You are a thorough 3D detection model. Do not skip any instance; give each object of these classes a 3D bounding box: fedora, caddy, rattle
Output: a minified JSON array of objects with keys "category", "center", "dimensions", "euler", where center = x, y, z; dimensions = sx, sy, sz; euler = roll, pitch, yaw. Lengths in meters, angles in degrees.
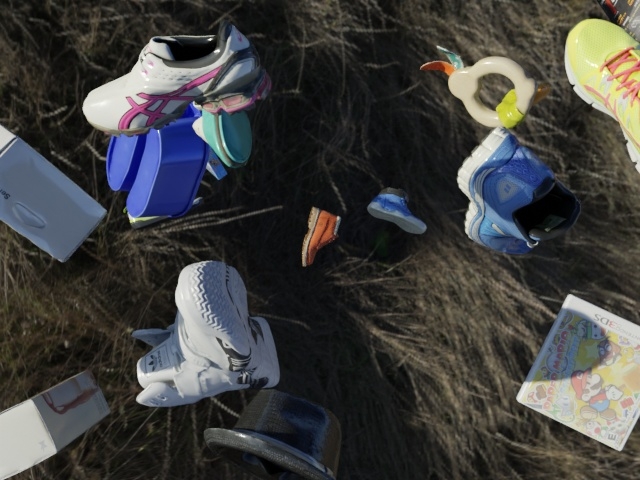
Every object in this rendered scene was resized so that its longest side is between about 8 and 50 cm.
[{"category":"fedora","center":[-0.063,0.399,1.261],"dimensions":[0.334,0.334,0.152],"euler":[30,60,-11]},{"category":"caddy","center":[-0.398,-0.212,1.594],"dimensions":[0.179,0.341,0.241],"euler":[-11,51,-43]},{"category":"rattle","center":[0.299,-0.297,1.123],"dimensions":[0.200,0.130,0.142],"euler":[31,64,21]}]

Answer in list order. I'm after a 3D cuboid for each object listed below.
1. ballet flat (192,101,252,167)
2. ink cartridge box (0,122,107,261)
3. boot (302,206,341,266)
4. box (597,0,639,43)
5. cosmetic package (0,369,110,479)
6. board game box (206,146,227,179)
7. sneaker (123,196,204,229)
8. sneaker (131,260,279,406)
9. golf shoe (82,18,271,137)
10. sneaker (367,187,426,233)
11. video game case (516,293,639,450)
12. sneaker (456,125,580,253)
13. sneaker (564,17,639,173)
[{"category":"ballet flat","center":[-0.162,-0.210,1.007],"dimensions":[0.083,0.087,0.247],"euler":[26,50,-50]},{"category":"ink cartridge box","center":[-0.516,-0.104,1.065],"dimensions":[0.117,0.278,0.201],"euler":[-51,136,-11]},{"category":"boot","center":[0.000,0.000,1.593],"dimensions":[0.085,0.157,0.059],"euler":[14,20,-9]},{"category":"box","center":[0.595,-0.525,1.100],"dimensions":[0.077,0.307,0.242],"euler":[-10,60,-11]},{"category":"cosmetic package","center":[-0.620,0.408,1.435],"dimensions":[0.153,0.296,0.129],"euler":[-26,90,1]},{"category":"board game box","center":[-0.381,-0.303,1.956],"dimensions":[0.039,0.160,0.211],"euler":[-37,129,-11]},{"category":"sneaker","center":[-0.468,-0.108,1.884],"dimensions":[0.235,0.084,0.097],"euler":[-18,87,-11]},{"category":"sneaker","center":[-0.193,0.157,0.930],"dimensions":[0.211,0.365,0.137],"euler":[-15,62,2]},{"category":"golf shoe","center":[-0.143,-0.152,0.577],"dimensions":[0.186,0.086,0.067],"euler":[-11,50,16]},{"category":"sneaker","center":[0.191,-0.076,1.455],"dimensions":[0.152,0.058,0.084],"euler":[24,67,33]},{"category":"video game case","center":[0.512,0.245,1.176],"dimensions":[0.207,0.026,0.226],"euler":[25,94,7]},{"category":"sneaker","center":[0.306,-0.036,0.961],"dimensions":[0.129,0.330,0.147],"euler":[-47,62,2]},{"category":"sneaker","center":[0.338,-0.157,0.663],"dimensions":[0.082,0.094,0.208],"euler":[-34,79,7]}]
